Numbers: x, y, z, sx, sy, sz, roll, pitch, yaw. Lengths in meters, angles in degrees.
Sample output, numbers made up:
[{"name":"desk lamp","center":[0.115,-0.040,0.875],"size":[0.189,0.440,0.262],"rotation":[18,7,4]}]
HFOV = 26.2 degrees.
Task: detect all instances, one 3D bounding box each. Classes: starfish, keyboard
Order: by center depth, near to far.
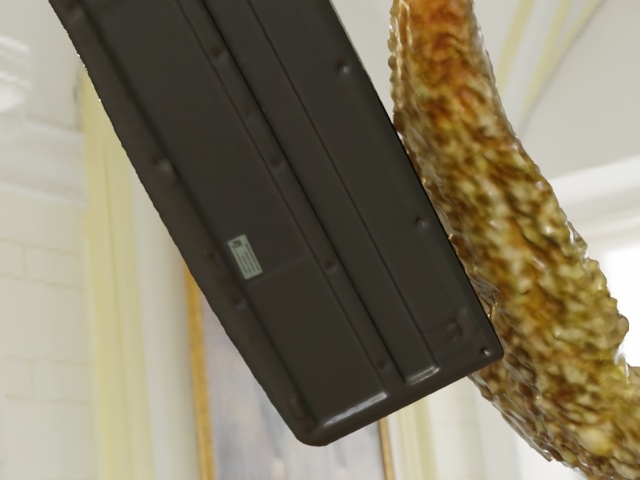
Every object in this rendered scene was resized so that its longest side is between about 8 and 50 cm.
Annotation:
[{"name":"keyboard","center":[0.000,-0.002,0.531],"size":[0.103,0.381,0.041],"rotation":[-26,12,3]},{"name":"starfish","center":[0.118,0.019,0.640],"size":[0.132,0.384,0.398],"rotation":[-40,12,-5]}]
